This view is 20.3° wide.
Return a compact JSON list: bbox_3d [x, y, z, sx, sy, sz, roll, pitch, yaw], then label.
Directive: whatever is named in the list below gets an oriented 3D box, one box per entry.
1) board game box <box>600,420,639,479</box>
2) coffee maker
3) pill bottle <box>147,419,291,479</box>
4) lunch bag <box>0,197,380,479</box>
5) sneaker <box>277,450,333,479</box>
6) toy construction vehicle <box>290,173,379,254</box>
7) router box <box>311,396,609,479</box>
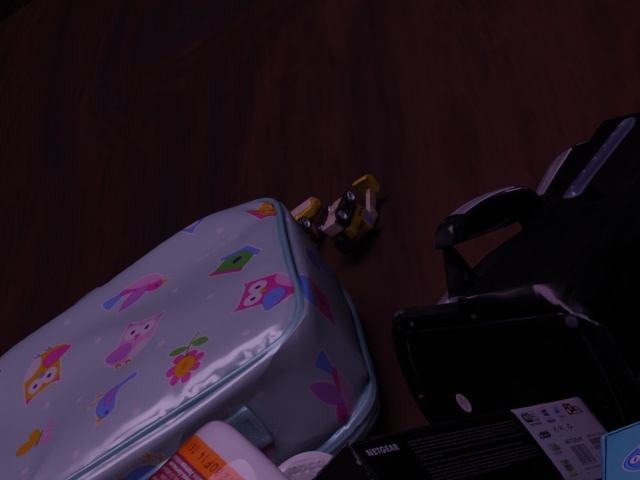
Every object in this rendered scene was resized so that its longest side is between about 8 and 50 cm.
[{"bbox_3d":[0.216,0.151,0.572,0.253,0.079,0.336,-25,25,24],"label":"board game box"},{"bbox_3d":[0.150,0.026,0.858,0.171,0.120,0.178,15,41,30],"label":"coffee maker"},{"bbox_3d":[-0.086,0.202,0.845,0.221,0.121,0.121,-44,24,-9],"label":"pill bottle"},{"bbox_3d":[-0.103,0.111,1.067,0.279,0.108,0.224,-34,26,7],"label":"lunch bag"},{"bbox_3d":[-0.044,0.177,0.947,0.158,0.061,0.065,-39,-4,-8],"label":"sneaker"},{"bbox_3d":[0.000,0.000,1.238,0.086,0.035,0.098,-36,17,31],"label":"toy construction vehicle"},{"bbox_3d":[0.035,0.130,0.735,0.179,0.046,0.133,-2,-42,-54],"label":"router box"}]
